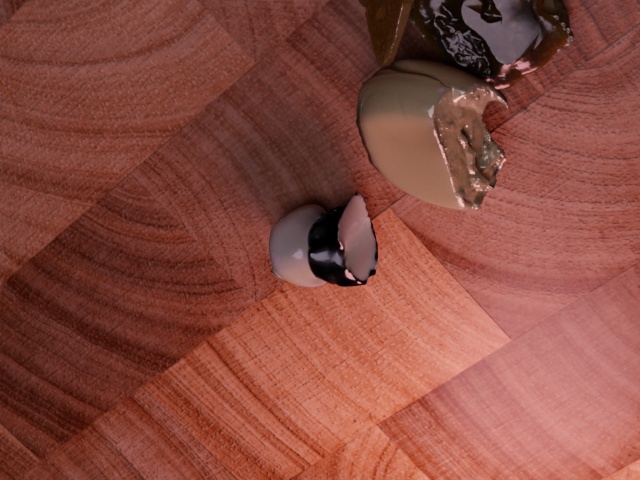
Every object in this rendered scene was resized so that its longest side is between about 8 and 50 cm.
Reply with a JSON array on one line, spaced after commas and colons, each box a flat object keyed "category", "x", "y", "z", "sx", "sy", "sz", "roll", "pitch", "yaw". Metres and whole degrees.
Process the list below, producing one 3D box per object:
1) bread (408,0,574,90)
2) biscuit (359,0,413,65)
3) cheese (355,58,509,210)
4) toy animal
[{"category": "bread", "x": 0.259, "y": -0.336, "z": 1.911, "sx": 0.192, "sy": 0.110, "sz": 0.210, "roll": -33, "pitch": 106, "yaw": 28}, {"category": "biscuit", "x": 0.103, "y": -0.390, "z": 1.909, "sx": 0.035, "sy": 0.162, "sz": 0.250, "roll": -1, "pitch": 96, "yaw": -27}, {"category": "cheese", "x": 0.177, "y": -0.166, "z": 1.968, "sx": 0.233, "sy": 0.127, "sz": 0.266, "roll": 17, "pitch": 151, "yaw": 30}, {"category": "toy animal", "x": 0.000, "y": 0.000, "z": 2.164, "sx": 0.179, "sy": 0.138, "sz": 0.166, "roll": -2, "pitch": 98, "yaw": 25}]
